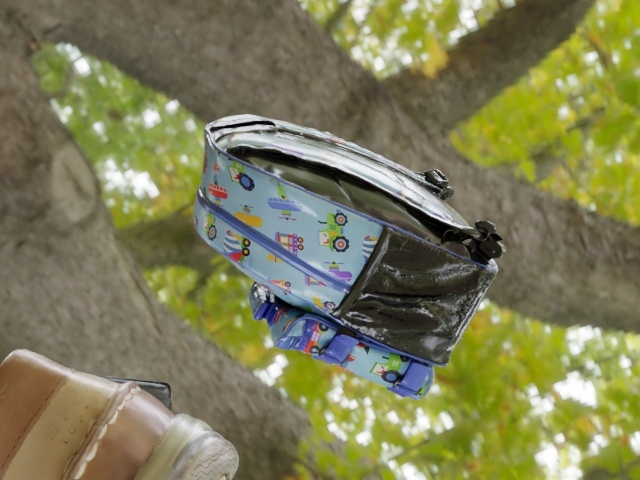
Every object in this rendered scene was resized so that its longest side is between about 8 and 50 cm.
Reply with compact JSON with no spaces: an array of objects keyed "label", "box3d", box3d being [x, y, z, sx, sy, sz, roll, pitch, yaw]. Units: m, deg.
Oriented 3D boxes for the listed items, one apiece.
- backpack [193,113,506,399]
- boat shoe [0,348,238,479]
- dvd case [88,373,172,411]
[{"label":"backpack","box3d":[0.000,0.000,0.899,0.117,0.173,0.158,-65,-164,12]},{"label":"boat shoe","box3d":[-0.161,0.156,0.680,0.324,0.116,0.123,-49,-174,32]},{"label":"dvd case","box3d":[-0.223,0.073,0.733,0.180,0.253,0.022,-12,-107,42]}]
